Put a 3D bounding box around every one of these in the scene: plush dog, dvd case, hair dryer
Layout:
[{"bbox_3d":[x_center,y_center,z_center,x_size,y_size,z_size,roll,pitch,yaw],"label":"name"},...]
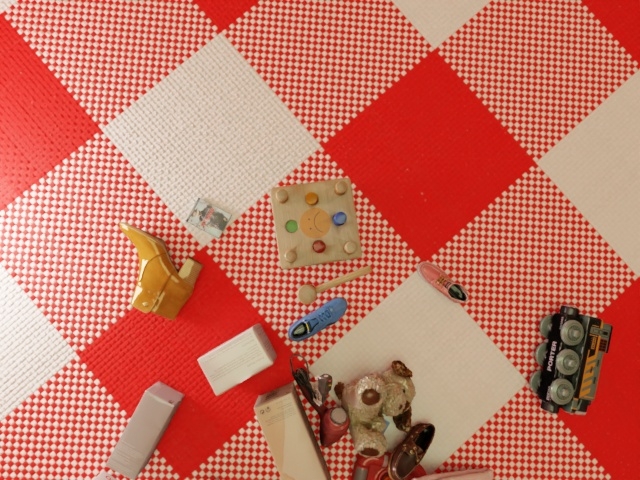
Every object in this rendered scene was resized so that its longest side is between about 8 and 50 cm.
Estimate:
[{"bbox_3d":[0.179,0.472,1.407,0.225,0.210,0.263,-9,108,-19],"label":"plush dog"},{"bbox_3d":[-0.352,-0.071,1.487,0.119,0.013,0.087,28,85,1],"label":"dvd case"},{"bbox_3d":[0.007,0.488,1.399,0.080,0.223,0.294,-16,103,-26],"label":"hair dryer"}]

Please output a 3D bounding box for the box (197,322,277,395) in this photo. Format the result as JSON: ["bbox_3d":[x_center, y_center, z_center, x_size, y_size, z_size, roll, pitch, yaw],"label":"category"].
[{"bbox_3d":[-0.236,0.341,1.378,0.180,0.182,0.119,-29,86,-4],"label":"box"}]

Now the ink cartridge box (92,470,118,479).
[{"bbox_3d":[-0.598,0.776,1.282,0.207,0.283,0.117,35,82,0],"label":"ink cartridge box"}]

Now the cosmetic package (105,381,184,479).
[{"bbox_3d":[-0.508,0.550,1.380,0.107,0.127,0.238,25,84,0],"label":"cosmetic package"}]

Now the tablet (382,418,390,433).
[{"bbox_3d":[0.169,0.567,1.464,0.083,0.006,0.054,32,86,1],"label":"tablet"}]

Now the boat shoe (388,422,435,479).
[{"bbox_3d":[0.269,0.610,1.375,0.073,0.073,0.207,52,45,-2],"label":"boat shoe"}]

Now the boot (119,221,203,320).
[{"bbox_3d":[-0.524,0.097,1.423,0.294,0.104,0.211,32,85,-4],"label":"boot"}]

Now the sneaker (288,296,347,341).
[{"bbox_3d":[-0.005,0.246,1.444,0.209,0.082,0.069,-30,86,-5],"label":"sneaker"}]

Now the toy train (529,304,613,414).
[{"bbox_3d":[0.771,0.370,1.443,0.190,0.142,0.335,14,86,-11],"label":"toy train"}]

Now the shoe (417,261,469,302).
[{"bbox_3d":[0.383,0.129,1.466,0.178,0.081,0.063,41,85,1],"label":"shoe"}]

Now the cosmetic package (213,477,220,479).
[{"bbox_3d":[-0.285,0.926,1.349,0.217,0.156,0.385,-32,87,-4],"label":"cosmetic package"}]

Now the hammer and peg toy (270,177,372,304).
[{"bbox_3d":[0.000,0.000,1.440,0.265,0.127,0.362,-9,86,-5],"label":"hammer and peg toy"}]

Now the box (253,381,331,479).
[{"bbox_3d":[-0.078,0.596,1.384,0.121,0.148,0.312,-22,86,-3],"label":"box"}]

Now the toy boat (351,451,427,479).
[{"bbox_3d":[0.210,0.718,1.382,0.230,0.151,0.151,14,86,-1],"label":"toy boat"}]

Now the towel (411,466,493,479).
[{"bbox_3d":[0.374,0.845,1.369,0.316,0.053,0.333,10,87,-29],"label":"towel"}]
